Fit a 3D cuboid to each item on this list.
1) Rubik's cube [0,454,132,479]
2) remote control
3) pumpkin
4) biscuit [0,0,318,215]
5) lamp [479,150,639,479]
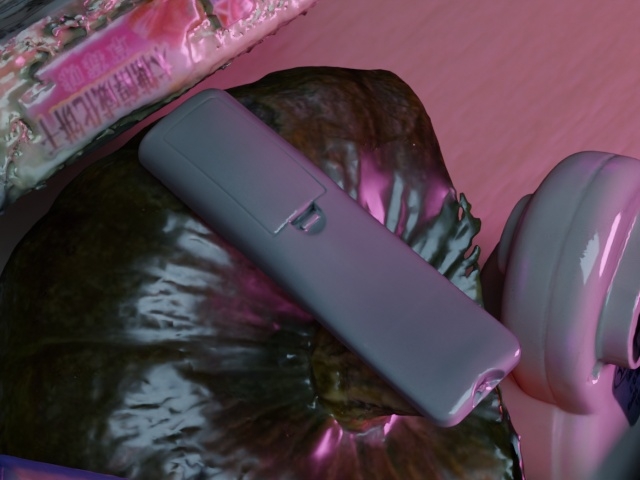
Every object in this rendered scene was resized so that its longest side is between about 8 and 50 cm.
[{"bbox_3d":[-0.279,0.222,0.385,0.344,0.346,0.347,-2,75,19],"label":"Rubik's cube"},{"bbox_3d":[0.000,0.000,0.537,0.184,0.027,0.050,41,70,20],"label":"remote control"},{"bbox_3d":[-0.038,0.076,0.614,0.232,0.242,0.325,-7,73,-26],"label":"pumpkin"},{"bbox_3d":[-0.117,-0.101,0.674,0.309,0.186,0.079,-38,112,-22],"label":"biscuit"},{"bbox_3d":[0.129,0.044,0.689,0.108,0.246,0.179,13,67,21],"label":"lamp"}]
